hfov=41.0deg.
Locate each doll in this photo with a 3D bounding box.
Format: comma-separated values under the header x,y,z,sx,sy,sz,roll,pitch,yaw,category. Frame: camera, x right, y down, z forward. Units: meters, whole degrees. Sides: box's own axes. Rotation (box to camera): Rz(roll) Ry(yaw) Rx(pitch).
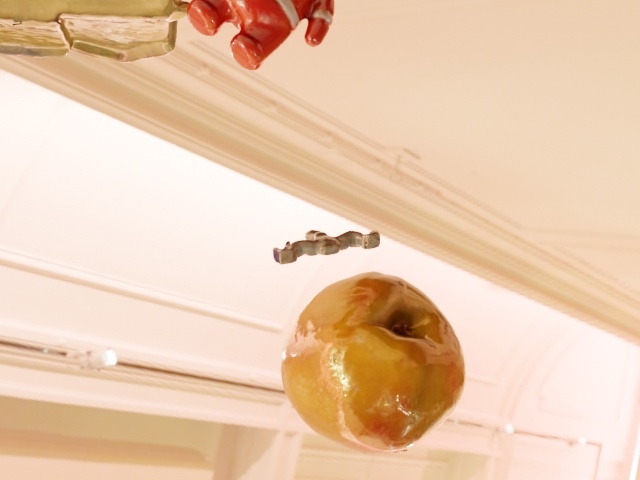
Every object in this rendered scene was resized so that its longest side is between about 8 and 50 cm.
x,y,z,sx,sy,sz,roll,pitch,yaw,category
-0.020,-0.271,0.838,0.142,0.076,0.245,38,-113,4,doll

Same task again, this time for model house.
x,y,z,sx,sy,sz,roll,pitch,yaw,category
-0.307,-0.343,0.985,0.321,0.266,0.261,1,-92,-8,model house

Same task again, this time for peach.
x,y,z,sx,sy,sz,roll,pitch,yaw,category
0.078,0.208,1.372,0.289,0.308,0.289,16,-134,-18,peach

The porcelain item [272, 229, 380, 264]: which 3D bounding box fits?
x,y,z,sx,sy,sz,roll,pitch,yaw,category
0.000,0.000,1.053,0.136,0.075,0.021,-10,-70,-18,porcelain item
